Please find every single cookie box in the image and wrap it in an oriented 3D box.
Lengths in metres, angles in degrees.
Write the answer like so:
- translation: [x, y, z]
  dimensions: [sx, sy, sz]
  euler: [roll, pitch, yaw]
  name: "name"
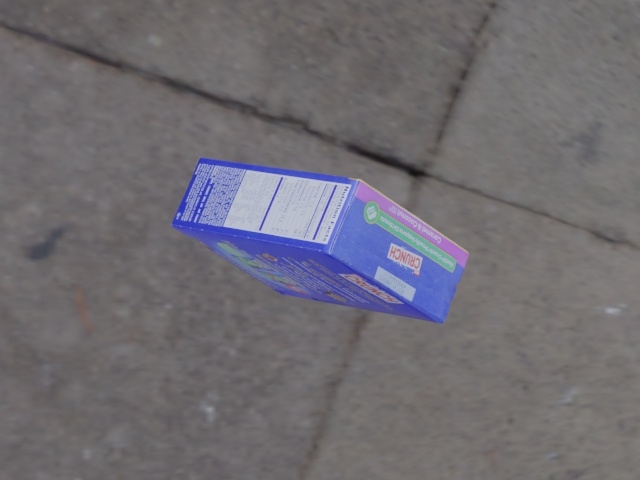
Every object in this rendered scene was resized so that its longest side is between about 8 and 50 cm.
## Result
- translation: [0.000, 0.000, 0.913]
  dimensions: [0.107, 0.092, 0.040]
  euler: [10, 74, 43]
  name: "cookie box"
